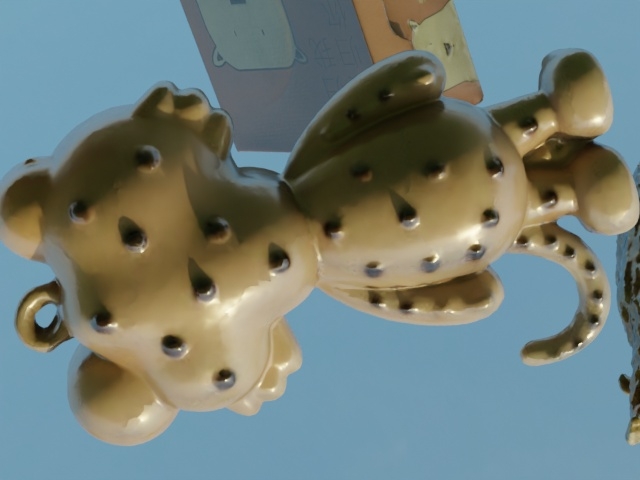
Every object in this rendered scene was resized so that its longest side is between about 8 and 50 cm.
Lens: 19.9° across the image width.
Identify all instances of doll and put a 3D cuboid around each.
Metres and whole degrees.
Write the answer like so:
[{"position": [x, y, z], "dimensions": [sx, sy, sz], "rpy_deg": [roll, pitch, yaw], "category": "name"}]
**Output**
[{"position": [0.000, -0.002, 0.802], "dimensions": [0.278, 0.119, 0.154], "rpy_deg": [-9, -80, -5], "category": "doll"}]

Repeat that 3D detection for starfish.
[{"position": [0.265, -0.019, 1.321], "dimensions": [0.094, 0.327, 0.375], "rpy_deg": [19, -113, 0], "category": "starfish"}]

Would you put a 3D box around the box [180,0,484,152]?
[{"position": [-0.005, -0.171, 1.273], "dimensions": [0.086, 0.215, 0.215], "rpy_deg": [-31, -160, -31], "category": "box"}]
